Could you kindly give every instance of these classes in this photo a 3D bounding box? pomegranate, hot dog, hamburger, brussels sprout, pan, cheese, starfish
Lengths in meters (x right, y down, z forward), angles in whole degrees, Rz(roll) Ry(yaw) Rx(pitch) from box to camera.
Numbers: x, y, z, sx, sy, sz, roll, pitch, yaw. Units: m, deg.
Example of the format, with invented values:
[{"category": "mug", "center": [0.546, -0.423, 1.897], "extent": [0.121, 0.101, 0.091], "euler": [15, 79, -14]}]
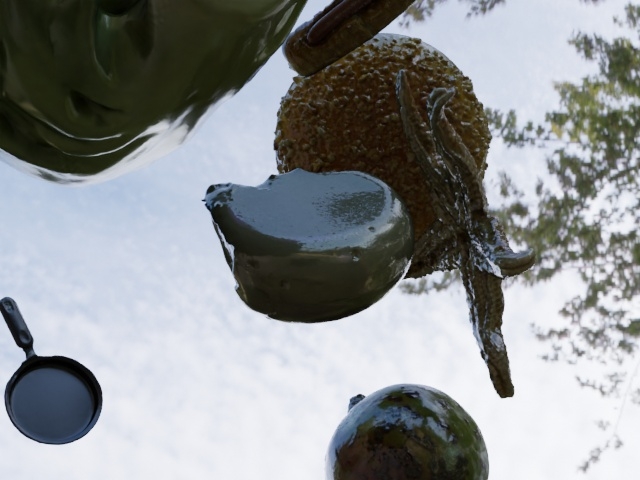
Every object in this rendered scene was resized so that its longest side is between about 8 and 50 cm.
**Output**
[{"category": "pomegranate", "center": [0.104, 0.290, 0.929], "extent": [0.198, 0.198, 0.246], "euler": [-17, -96, 26]}, {"category": "hot dog", "center": [0.046, -0.254, 0.880], "extent": [0.215, 0.047, 0.066], "euler": [-32, -105, 20]}, {"category": "hamburger", "center": [0.080, -0.125, 1.067], "extent": [0.302, 0.170, 0.302], "euler": [-2, -71, -6]}, {"category": "brussels sprout", "center": [-0.193, -0.244, 0.674], "extent": [0.342, 0.425, 0.361], "euler": [-11, -20, -17]}, {"category": "pan", "center": [-0.402, 0.185, 1.147], "extent": [0.235, 0.136, 0.028], "euler": [59, -43, 13]}, {"category": "cheese", "center": [0.000, 0.000, 0.756], "extent": [0.202, 0.175, 0.091], "euler": [-12, -50, -24]}, {"category": "starfish", "center": [0.148, -0.004, 0.907], "extent": [0.327, 0.094, 0.375], "euler": [123, -51, -65]}]
